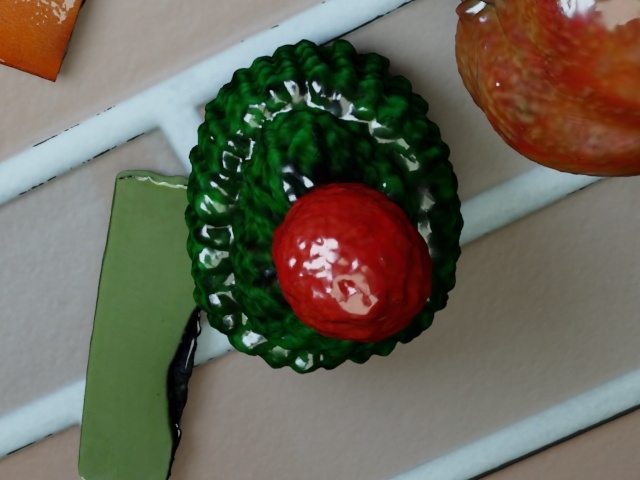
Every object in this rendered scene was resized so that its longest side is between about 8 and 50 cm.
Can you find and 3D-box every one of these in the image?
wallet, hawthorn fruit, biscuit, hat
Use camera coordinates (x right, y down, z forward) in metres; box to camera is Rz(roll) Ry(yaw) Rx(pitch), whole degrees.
[{"bbox_3d":[-0.295,-0.227,1.614,0.204,0.045,0.142,18,111,-7],"label":"wallet"},{"bbox_3d":[0.271,-0.188,1.517,0.330,0.287,0.287,4,115,-17],"label":"hawthorn fruit"},{"bbox_3d":[-0.158,0.088,1.756,0.099,0.038,0.322,10,114,1],"label":"biscuit"},{"bbox_3d":[0.000,0.000,1.551,0.242,0.332,0.274,-20,109,5],"label":"hat"}]
